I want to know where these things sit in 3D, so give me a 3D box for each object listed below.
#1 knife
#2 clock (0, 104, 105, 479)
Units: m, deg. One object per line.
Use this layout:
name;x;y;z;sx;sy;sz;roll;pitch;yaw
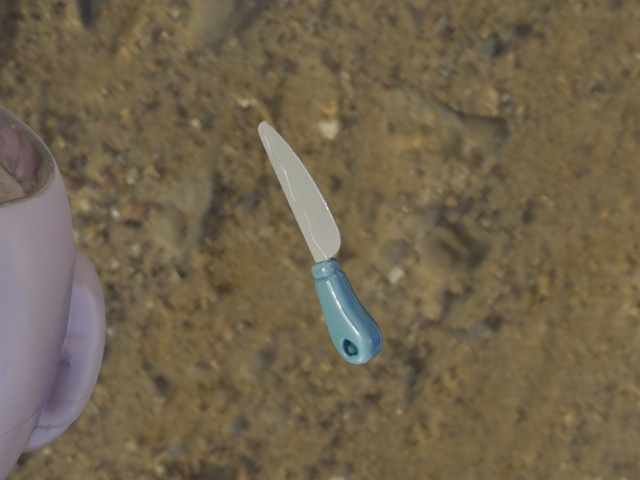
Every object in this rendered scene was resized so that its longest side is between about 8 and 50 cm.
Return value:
knife;0.001;0.000;1.433;0.032;0.058;0.244;-26;100;-35
clock;-0.309;0.017;0.849;0.368;0.377;0.250;15;110;-20
